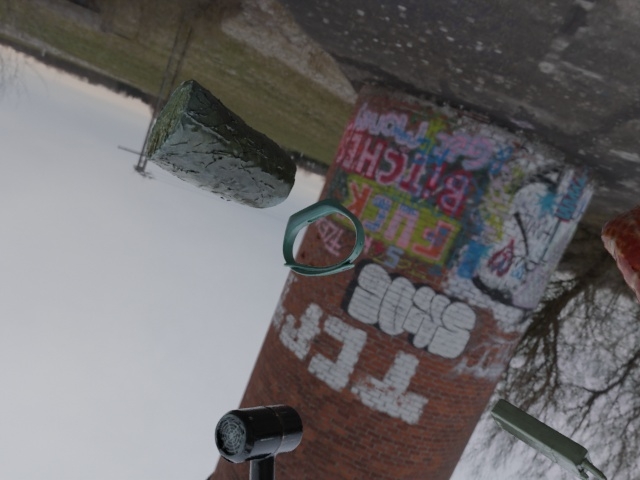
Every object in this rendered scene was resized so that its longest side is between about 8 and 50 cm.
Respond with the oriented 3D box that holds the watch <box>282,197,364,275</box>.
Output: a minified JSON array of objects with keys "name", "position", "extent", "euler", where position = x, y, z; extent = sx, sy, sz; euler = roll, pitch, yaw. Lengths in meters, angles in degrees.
[{"name":"watch","position":[0.000,0.000,1.384],"extent":[0.068,0.237,0.195],"euler":[6,-117,-66]}]

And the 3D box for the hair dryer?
[{"name":"hair dryer","position":[-0.128,0.522,1.063],"extent":[0.107,0.352,0.189],"euler":[-10,163,31]}]

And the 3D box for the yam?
[{"name":"yam","position":[-0.117,-0.102,0.609],"extent":[0.107,0.107,0.183],"euler":[33,-178,43]}]

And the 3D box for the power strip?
[{"name":"power strip","position":[0.544,0.483,1.244],"extent":[0.288,0.053,0.093],"euler":[25,155,49]}]

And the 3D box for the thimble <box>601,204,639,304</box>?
[{"name":"thimble","position":[0.653,0.056,0.849],"extent":[0.350,0.230,0.350],"euler":[35,-145,-29]}]
